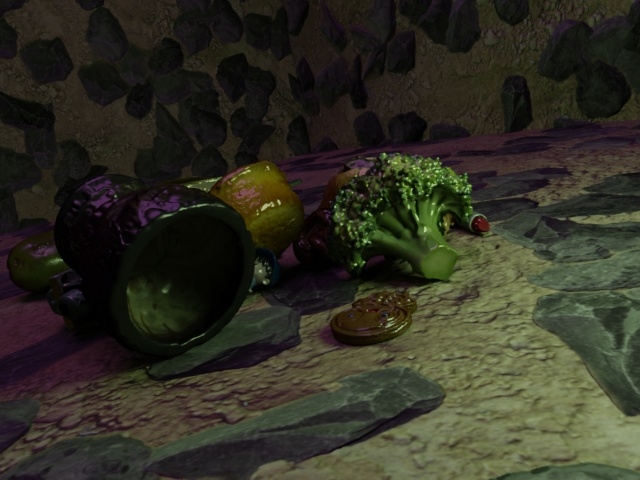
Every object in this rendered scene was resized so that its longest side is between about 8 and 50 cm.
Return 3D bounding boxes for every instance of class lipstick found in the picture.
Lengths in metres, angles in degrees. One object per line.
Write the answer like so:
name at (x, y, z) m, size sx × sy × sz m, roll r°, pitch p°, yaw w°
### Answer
lipstick at (0.330, -0.050, 1.337) m, size 0.063 × 0.057 × 0.186 m, roll -10°, pitch 15°, yaw -10°

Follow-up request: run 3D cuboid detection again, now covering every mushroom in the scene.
mushroom at (0.002, 0.001, 1.273) m, size 0.080 × 0.135 × 0.170 m, roll 24°, pitch 15°, yaw -20°

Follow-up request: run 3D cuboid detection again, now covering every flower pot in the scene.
flower pot at (-0.285, 0.019, 0.977) m, size 0.267 × 0.266 × 0.267 m, roll -22°, pitch 34°, yaw -39°

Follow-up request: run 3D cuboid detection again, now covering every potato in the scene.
potato at (-0.688, 0.048, 1.568) m, size 0.186 × 0.148 × 0.253 m, roll -8°, pitch 14°, yaw 23°

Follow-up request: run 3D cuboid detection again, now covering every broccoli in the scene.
broccoli at (0.144, -0.045, 1.114) m, size 0.288 × 0.235 × 0.260 m, roll -47°, pitch 10°, yaw 6°

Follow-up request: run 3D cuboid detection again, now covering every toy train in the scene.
toy train at (-0.408, 0.074, 1.252) m, size 0.237 × 0.150 × 0.369 m, roll -12°, pitch 10°, yaw 35°

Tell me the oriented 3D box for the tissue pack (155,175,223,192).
tissue pack at (-0.350, -0.074, 1.683) m, size 0.167 × 0.200 × 0.275 m, roll -14°, pitch 13°, yaw -22°

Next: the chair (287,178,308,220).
chair at (-0.171, -0.076, 1.687) m, size 0.147 × 0.136 × 0.270 m, roll -2°, pitch 17°, yaw 41°

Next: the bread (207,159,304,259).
bread at (-0.154, -0.034, 1.235) m, size 0.268 × 0.268 × 0.146 m, roll -22°, pitch 57°, yaw -40°

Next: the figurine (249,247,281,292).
figurine at (-0.137, 0.076, 1.160) m, size 0.086 × 0.087 × 0.149 m, roll 0°, pitch 33°, yaw 45°

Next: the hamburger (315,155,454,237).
hamburger at (0.114, -0.089, 1.350) m, size 0.330 × 0.209 × 0.162 m, roll -7°, pitch 13°, yaw 27°

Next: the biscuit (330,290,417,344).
biscuit at (0.083, 0.111, 0.912) m, size 0.124 × 0.026 × 0.175 m, roll -4°, pitch 15°, yaw 25°
